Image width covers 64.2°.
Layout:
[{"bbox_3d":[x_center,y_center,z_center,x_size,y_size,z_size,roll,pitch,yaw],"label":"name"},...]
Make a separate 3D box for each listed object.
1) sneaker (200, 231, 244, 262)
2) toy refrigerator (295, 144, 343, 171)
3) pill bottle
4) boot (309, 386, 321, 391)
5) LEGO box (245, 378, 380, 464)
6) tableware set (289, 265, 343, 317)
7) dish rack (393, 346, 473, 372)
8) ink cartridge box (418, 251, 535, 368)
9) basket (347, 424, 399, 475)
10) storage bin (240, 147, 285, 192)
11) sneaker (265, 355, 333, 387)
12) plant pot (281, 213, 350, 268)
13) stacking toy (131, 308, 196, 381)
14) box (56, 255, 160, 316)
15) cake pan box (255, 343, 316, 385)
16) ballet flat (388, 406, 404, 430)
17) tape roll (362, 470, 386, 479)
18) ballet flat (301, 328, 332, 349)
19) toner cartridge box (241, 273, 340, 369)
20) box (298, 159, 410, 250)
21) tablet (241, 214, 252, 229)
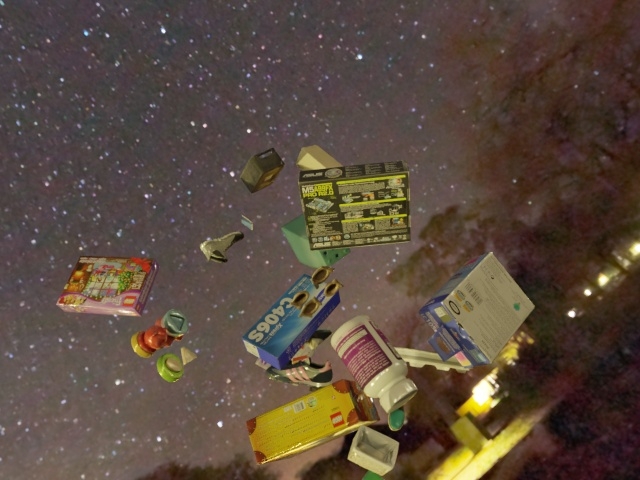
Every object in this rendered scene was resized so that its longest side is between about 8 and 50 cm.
[{"bbox_3d":[-0.462,0.045,2.500,0.229,0.132,0.086,-19,-24,-26],"label":"sneaker"},{"bbox_3d":[0.030,-0.277,2.111,0.102,0.269,0.094,-25,-31,-48],"label":"toy refrigerator"},{"bbox_3d":[0.180,0.408,1.689,0.169,0.301,0.169,-27,-31,-18],"label":"pill bottle"},{"bbox_3d":[-0.017,0.679,2.470,0.087,0.118,0.042,-16,-60,12],"label":"boot"},{"bbox_3d":[-0.026,0.822,2.320,0.500,0.193,0.372,-26,-25,10],"label":"LEGO box"},{"bbox_3d":[-0.011,0.146,1.414,0.168,0.020,0.141,-46,-37,0],"label":"tableware set"},{"bbox_3d":[0.479,0.521,2.215,0.333,0.072,0.285,10,-13,-12],"label":"dish rack"},{"bbox_3d":[0.539,0.260,1.803,0.395,0.270,0.151,-37,-2,-34],"label":"ink cartridge box"},{"bbox_3d":[0.199,0.807,1.955,0.113,0.167,0.103,-61,-4,-47],"label":"basket"},{"bbox_3d":[-0.235,-0.281,2.059,0.122,0.084,0.180,-30,-7,-32],"label":"storage bin"},{"bbox_3d":[-0.099,0.597,2.379,0.112,0.319,0.131,-42,-44,-82],"label":"sneaker"},{"bbox_3d":[0.000,0.000,1.844,0.166,0.234,0.165,-33,-66,-14],"label":"plant pot"},{"bbox_3d":[-0.657,0.459,2.293,0.130,0.279,0.309,-35,5,20],"label":"stacking toy"},{"bbox_3d":[-0.721,0.152,1.744,0.057,0.294,0.200,75,-160,-53],"label":"box"},{"bbox_3d":[-0.174,0.592,2.659,0.266,0.246,0.070,-60,6,-20],"label":"cake pan box"},{"bbox_3d":[0.266,0.597,1.783,0.168,0.057,0.052,-69,-4,-46],"label":"ballet flat"},{"bbox_3d":[0.351,1.261,2.512,0.077,0.321,0.321,-49,-21,-14],"label":"tape roll"},{"bbox_3d":[-0.054,0.367,1.869,0.203,0.074,0.074,1,-40,-17],"label":"ballet flat"},{"bbox_3d":[-0.096,0.275,1.785,0.348,0.165,0.075,-46,-37,-34],"label":"toner cartridge box"},{"bbox_3d":[0.091,-0.084,1.297,0.270,0.060,0.216,-6,-53,5],"label":"box"},{"bbox_3d":[-0.293,-0.071,2.036,0.006,0.054,0.083,-52,-6,-19],"label":"tablet"}]
